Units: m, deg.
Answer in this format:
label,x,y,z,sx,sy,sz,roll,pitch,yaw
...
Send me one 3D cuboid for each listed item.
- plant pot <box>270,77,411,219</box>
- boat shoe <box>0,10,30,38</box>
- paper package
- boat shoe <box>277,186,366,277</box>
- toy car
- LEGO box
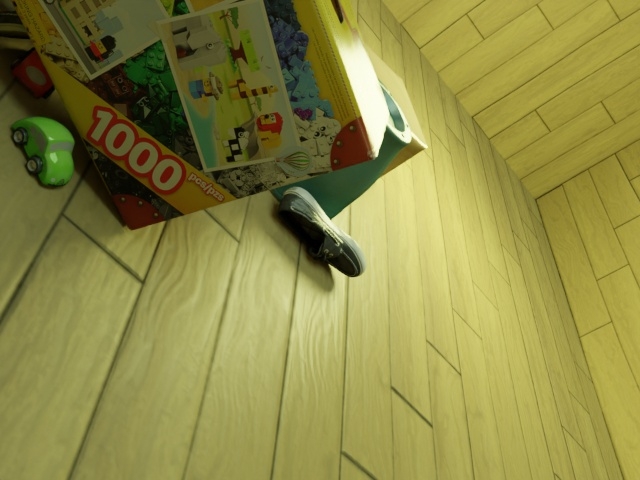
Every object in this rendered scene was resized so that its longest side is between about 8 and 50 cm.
label,x,y,z,sx,sy,sz,roll,pitch,yaw
plant pot,0.034,-0.205,1.573,0.271,0.255,0.272,44,27,-30
boat shoe,-0.388,-0.324,1.103,0.223,0.080,0.073,-50,146,-70
paper package,0.094,-0.366,1.993,0.325,0.168,0.309,33,34,-41
boat shoe,0.000,0.000,1.490,0.228,0.080,0.076,52,45,-22
toy car,-0.375,-0.176,1.004,0.225,0.053,0.239,60,24,7
LEGO box,-0.170,-0.309,1.010,0.193,0.372,0.500,-69,140,-61
